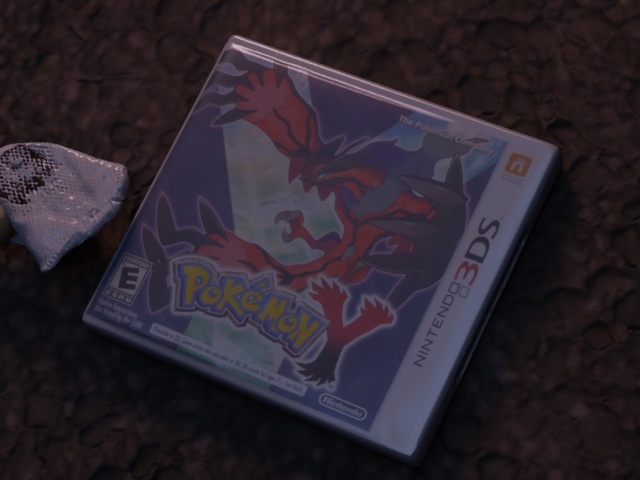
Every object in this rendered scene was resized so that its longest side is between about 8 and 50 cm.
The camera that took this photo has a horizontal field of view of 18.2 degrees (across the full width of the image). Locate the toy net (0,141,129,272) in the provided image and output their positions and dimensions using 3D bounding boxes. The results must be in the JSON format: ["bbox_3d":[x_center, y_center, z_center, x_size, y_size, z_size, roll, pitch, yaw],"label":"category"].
[{"bbox_3d":[-0.213,-0.015,1.101,0.232,0.045,0.122,-12,64,8],"label":"toy net"}]

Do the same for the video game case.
[{"bbox_3d":[0.000,0.000,1.047,0.201,0.023,0.183,21,74,22],"label":"video game case"}]
